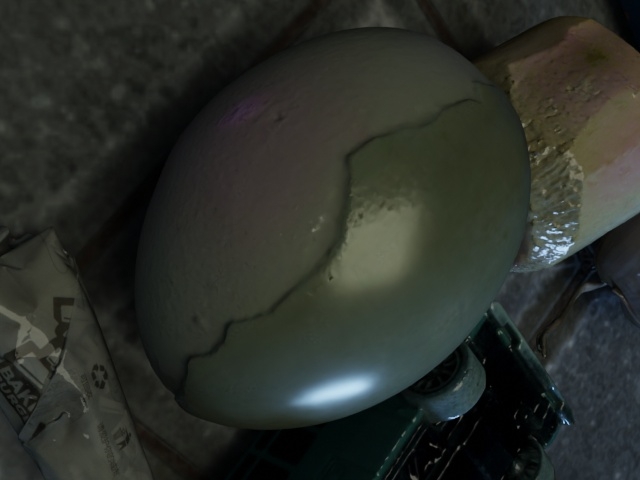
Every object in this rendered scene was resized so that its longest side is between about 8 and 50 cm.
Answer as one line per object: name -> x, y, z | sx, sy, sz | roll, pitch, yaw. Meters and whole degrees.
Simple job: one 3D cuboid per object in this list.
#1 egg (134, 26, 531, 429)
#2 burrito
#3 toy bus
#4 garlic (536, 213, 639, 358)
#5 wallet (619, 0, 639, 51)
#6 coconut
egg -> 0.000, 0.000, 0.443 | 0.217, 0.183, 0.183 | -49, 122, -27
burrito -> -0.132, 0.092, 0.449 | 0.064, 0.064, 0.203 | -26, 112, -28
toy bus -> 0.024, 0.159, 0.514 | 0.256, 0.147, 0.128 | -51, 121, -22
garlic -> 0.268, -0.010, 0.635 | 0.256, 0.207, 0.207 | -9, 104, -19
wallet -> 0.293, -0.212, 0.681 | 0.141, 0.059, 0.202 | -40, 117, -14
coconut -> 0.149, -0.064, 0.563 | 0.152, 0.147, 0.147 | -29, 114, -24
